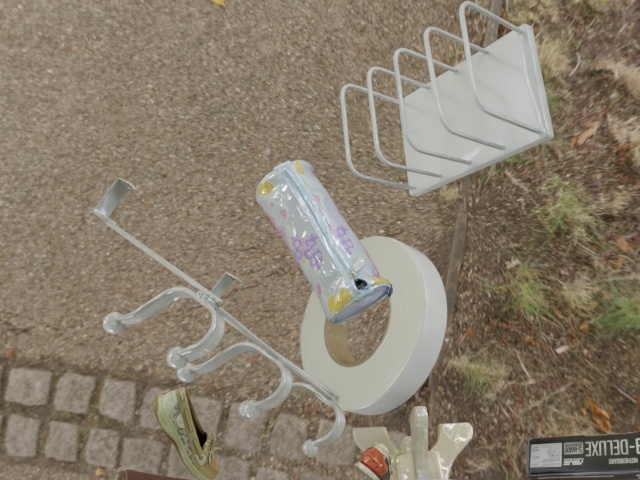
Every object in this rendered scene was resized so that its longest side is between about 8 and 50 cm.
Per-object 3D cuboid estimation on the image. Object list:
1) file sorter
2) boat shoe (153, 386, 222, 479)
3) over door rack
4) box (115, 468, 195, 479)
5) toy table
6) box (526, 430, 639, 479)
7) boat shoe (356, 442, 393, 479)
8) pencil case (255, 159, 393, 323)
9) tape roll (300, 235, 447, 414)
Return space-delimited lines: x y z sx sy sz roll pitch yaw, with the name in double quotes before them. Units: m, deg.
"file sorter" 0.187 -0.215 0.929 0.278 0.173 0.192 -23 66 48
"boat shoe" -0.320 0.498 1.473 0.089 0.104 0.285 -27 116 -3
"over door rack" -0.134 0.091 0.654 0.108 0.239 0.324 -44 42 -5
"box" -0.173 0.479 0.695 0.191 0.381 0.143 23 111 -31
"toy table" 0.203 0.465 1.201 0.274 0.252 0.160 5 52 -10
"box" 0.572 0.435 1.045 0.307 0.076 0.242 -21 125 39
"boat shoe" 0.079 0.309 0.801 0.049 0.137 0.043 31 72 23
"pencil case" 0.000 0.000 0.931 0.113 0.124 0.273 -33 67 2
"tape roll" 0.101 0.181 1.271 0.392 0.072 0.391 -29 50 41
